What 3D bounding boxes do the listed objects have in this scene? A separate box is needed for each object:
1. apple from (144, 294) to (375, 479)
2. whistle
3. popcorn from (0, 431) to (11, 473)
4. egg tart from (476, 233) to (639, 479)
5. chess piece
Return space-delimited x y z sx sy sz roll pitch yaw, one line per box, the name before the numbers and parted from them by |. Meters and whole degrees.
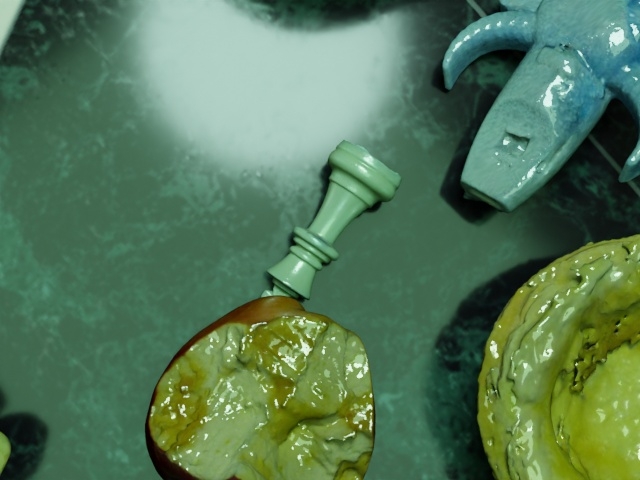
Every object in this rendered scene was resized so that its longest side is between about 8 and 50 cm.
apple | -0.035 0.123 0.745 0.156 0.147 0.158 32 65 2
whistle | 0.198 -0.139 0.823 0.180 0.093 0.269 31 81 22
popcorn | -0.332 0.198 0.670 0.252 0.215 0.286 17 79 2
egg tart | 0.246 0.134 0.787 0.288 0.118 0.288 1 82 -7
chess piece | 0.000 0.000 0.808 0.059 0.059 0.149 33 88 -2
